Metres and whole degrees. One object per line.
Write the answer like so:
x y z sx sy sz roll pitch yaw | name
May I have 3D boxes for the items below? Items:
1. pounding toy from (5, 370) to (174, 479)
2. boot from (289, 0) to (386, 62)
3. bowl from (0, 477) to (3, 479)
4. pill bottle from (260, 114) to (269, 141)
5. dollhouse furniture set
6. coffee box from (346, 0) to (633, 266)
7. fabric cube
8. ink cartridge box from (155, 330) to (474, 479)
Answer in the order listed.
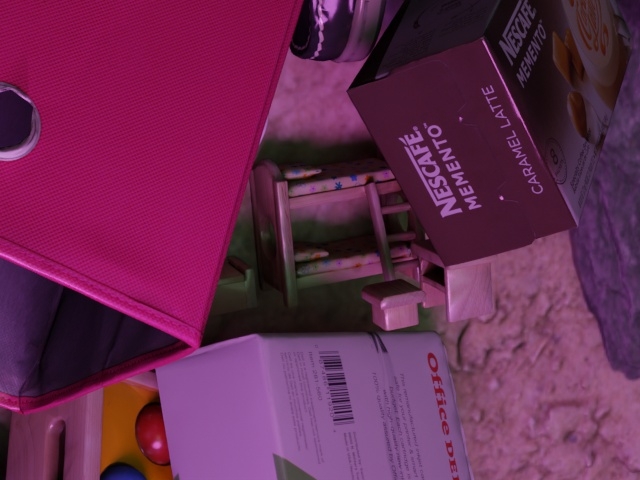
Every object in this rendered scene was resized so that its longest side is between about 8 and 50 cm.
-0.154 0.119 0.867 0.206 0.094 0.181 25 54 -43 | pounding toy
-0.113 -0.273 0.814 0.284 0.138 0.377 -14 111 -16 | boot
-0.357 0.280 0.854 0.391 0.077 0.391 -3 98 -23 | bowl
-0.080 -0.089 0.919 0.083 0.043 0.043 17 95 -25 | pill bottle
0.000 0.000 0.908 0.182 0.161 0.101 -11 106 -21 | dollhouse furniture set
0.122 -0.117 0.892 0.141 0.098 0.246 59 34 -22 | coffee box
-0.185 -0.083 0.714 0.254 0.259 0.258 27 64 -24 | fabric cube
0.006 0.146 0.903 0.219 0.092 0.160 6 70 -55 | ink cartridge box
